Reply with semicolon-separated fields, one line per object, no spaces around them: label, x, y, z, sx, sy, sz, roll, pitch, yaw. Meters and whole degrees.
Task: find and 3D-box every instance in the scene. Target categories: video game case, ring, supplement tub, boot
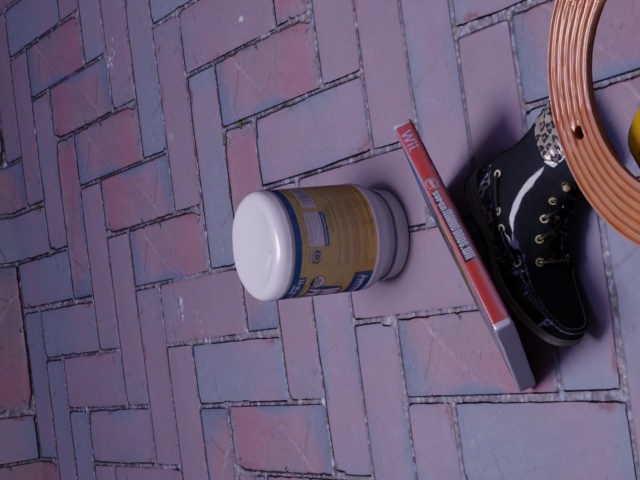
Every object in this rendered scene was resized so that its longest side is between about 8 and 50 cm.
video game case;0.168;0.019;1.707;0.285;0.025;0.204;66;-177;29
ring;0.318;-0.150;1.309;0.337;0.032;0.336;18;111;57
supplement tub;0.000;0.000;1.937;0.144;0.200;0.144;17;110;59
boot;0.256;-0.021;1.606;0.178;0.085;0.236;-52;53;47

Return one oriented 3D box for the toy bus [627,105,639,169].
toy bus;0.403;-0.165;1.296;0.332;0.108;0.130;-58;47;47
